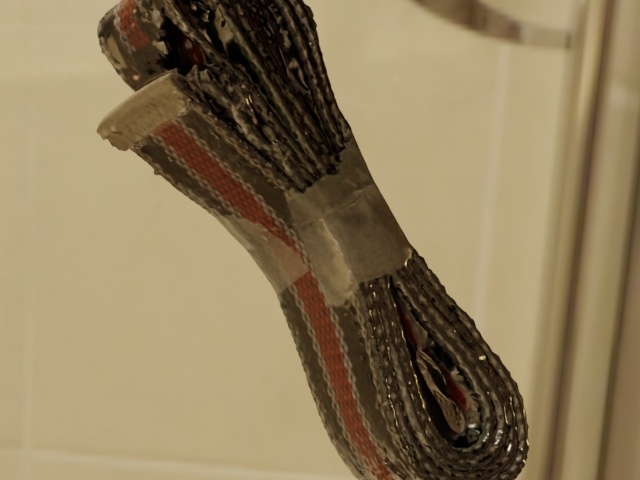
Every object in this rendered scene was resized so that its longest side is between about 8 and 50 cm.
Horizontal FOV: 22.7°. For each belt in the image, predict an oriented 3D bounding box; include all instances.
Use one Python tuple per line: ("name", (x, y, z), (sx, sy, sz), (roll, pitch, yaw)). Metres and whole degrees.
("belt", (0.000, 0.000, 0.935), (0.126, 0.359, 0.094), (-37, 7, -40))
